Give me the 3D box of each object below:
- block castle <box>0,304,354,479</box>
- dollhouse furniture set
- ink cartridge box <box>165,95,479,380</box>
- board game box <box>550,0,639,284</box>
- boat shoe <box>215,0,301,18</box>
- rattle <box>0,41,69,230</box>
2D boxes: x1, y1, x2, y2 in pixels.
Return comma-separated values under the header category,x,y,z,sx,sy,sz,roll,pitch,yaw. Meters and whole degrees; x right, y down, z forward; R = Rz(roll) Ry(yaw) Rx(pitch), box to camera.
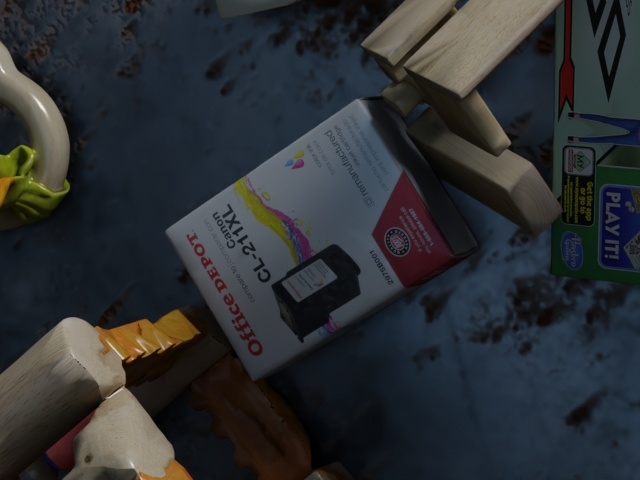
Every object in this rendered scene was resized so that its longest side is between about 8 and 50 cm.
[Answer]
category,x,y,z,sx,sy,sz,roll,pitch,yaw
block castle,-0.070,0.270,0.983,0.213,0.303,0.453,-40,82,13
dollhouse furniture set,0.121,-0.106,0.944,0.123,0.151,0.144,-45,38,-6
ink cartridge box,0.000,0.000,1.045,0.175,0.072,0.127,-33,84,20
board game box,0.250,-0.118,0.905,0.214,0.046,0.317,6,115,21
boat shoe,0.034,-0.215,1.002,0.254,0.095,0.079,-11,103,30
rattle,-0.279,-0.095,1.111,0.130,0.143,0.199,-11,98,40
